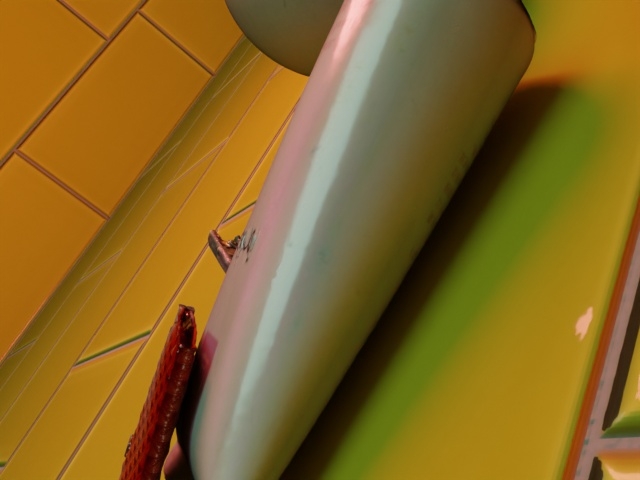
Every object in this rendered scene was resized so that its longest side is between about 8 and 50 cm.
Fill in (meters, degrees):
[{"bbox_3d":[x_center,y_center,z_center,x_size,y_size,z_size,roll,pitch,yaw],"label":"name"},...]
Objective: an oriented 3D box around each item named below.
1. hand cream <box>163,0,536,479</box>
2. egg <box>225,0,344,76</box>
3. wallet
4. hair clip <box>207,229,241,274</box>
[{"bbox_3d":[0.000,0.000,0.452,0.358,0.118,0.185,-61,17,-7],"label":"hand cream"},{"bbox_3d":[0.018,-0.267,0.724,0.230,0.230,0.371,-48,23,8],"label":"egg"},{"bbox_3d":[-0.110,0.142,0.463,0.103,0.020,0.196,-145,73,-73],"label":"wallet"},{"bbox_3d":[-0.066,0.026,0.654,0.049,0.049,0.173,-48,23,8],"label":"hair clip"}]
